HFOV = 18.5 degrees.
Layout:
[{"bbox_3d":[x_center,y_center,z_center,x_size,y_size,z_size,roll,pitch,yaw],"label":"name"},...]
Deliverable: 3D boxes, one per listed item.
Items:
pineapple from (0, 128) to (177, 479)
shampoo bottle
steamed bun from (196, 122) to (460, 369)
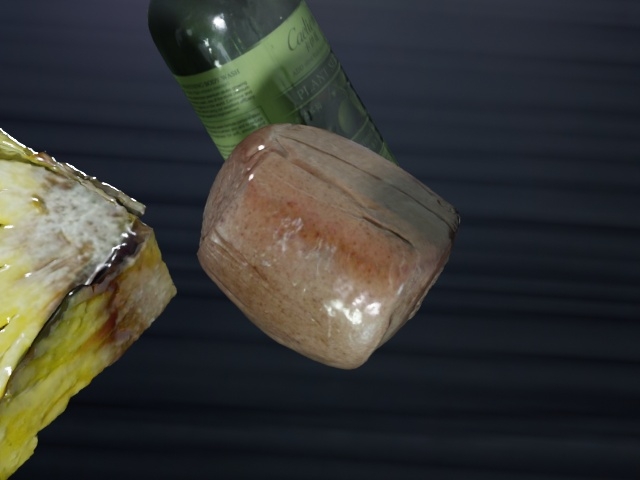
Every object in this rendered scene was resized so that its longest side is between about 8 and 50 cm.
[{"bbox_3d":[-0.175,0.023,1.048,0.114,0.186,0.236,79,175,-64],"label":"pineapple"},{"bbox_3d":[-0.045,-0.119,1.302,0.284,0.101,0.101,59,-166,-22],"label":"shampoo bottle"},{"bbox_3d":[0.000,0.000,1.169,0.106,0.145,0.175,-62,-6,21],"label":"steamed bun"}]
